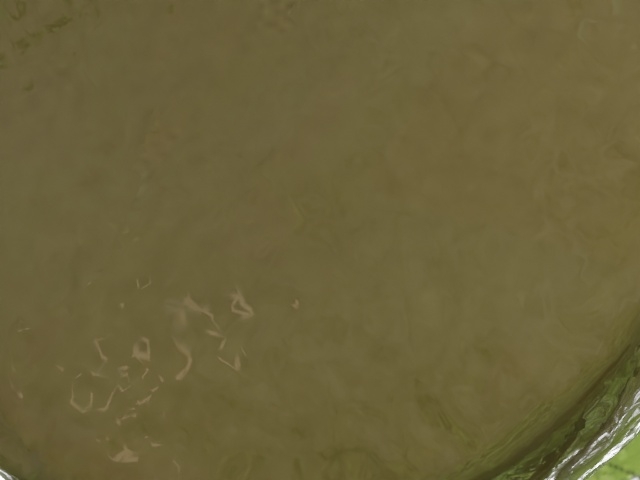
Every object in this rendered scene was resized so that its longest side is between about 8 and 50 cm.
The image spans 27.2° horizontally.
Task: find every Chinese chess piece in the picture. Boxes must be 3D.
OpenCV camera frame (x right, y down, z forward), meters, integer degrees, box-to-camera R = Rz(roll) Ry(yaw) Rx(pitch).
[{"bbox_3d":[-0.008,-0.037,0.383,0.273,0.102,0.273,-2,-98,16],"label":"Chinese chess piece"}]
